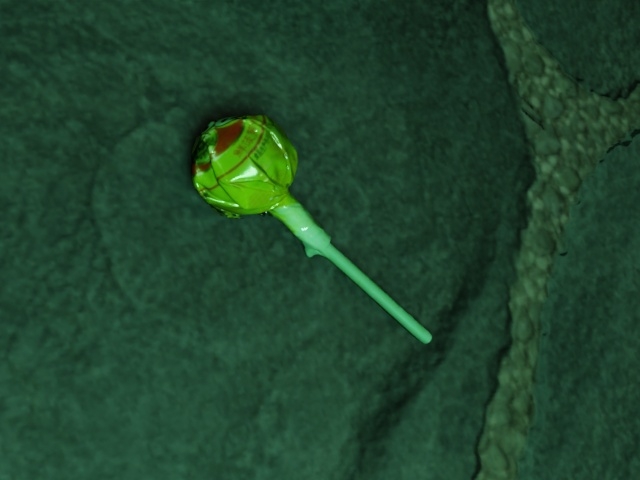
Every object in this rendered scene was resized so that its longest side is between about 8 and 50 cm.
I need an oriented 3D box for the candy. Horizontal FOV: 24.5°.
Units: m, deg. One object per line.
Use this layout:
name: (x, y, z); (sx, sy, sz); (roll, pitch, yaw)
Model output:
candy: (0.000, 0.000, 0.874); (0.194, 0.062, 0.058); (44, 7, -20)
